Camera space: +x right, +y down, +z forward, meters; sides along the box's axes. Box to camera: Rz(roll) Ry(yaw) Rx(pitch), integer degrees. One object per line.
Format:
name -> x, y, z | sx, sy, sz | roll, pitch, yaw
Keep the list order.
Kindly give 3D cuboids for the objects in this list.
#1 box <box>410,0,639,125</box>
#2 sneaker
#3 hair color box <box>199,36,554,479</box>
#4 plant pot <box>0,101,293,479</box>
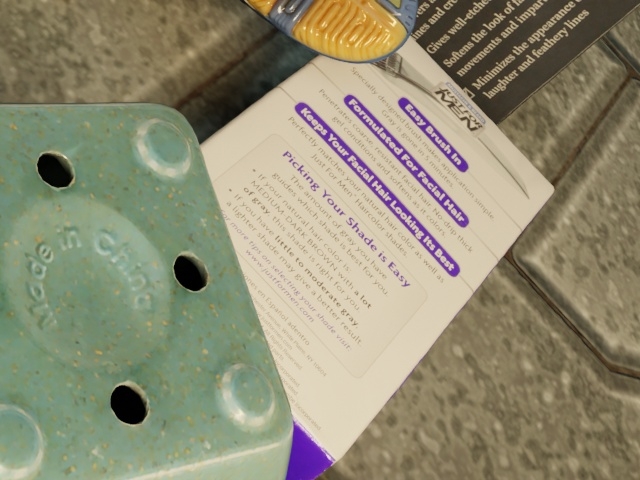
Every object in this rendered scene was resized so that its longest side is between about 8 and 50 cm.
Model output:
box -> 0.088, -0.330, 1.025 | 0.395, 0.293, 0.212 | 35, 44, -17
sneaker -> -0.049, -0.217, 0.908 | 0.296, 0.131, 0.112 | 42, 82, 14
hair color box -> 0.000, 0.000, 0.852 | 0.185, 0.110, 0.339 | 47, 44, 0
plant pot -> -0.157, 0.063, 0.546 | 0.247, 0.252, 0.248 | -6, 70, -44
